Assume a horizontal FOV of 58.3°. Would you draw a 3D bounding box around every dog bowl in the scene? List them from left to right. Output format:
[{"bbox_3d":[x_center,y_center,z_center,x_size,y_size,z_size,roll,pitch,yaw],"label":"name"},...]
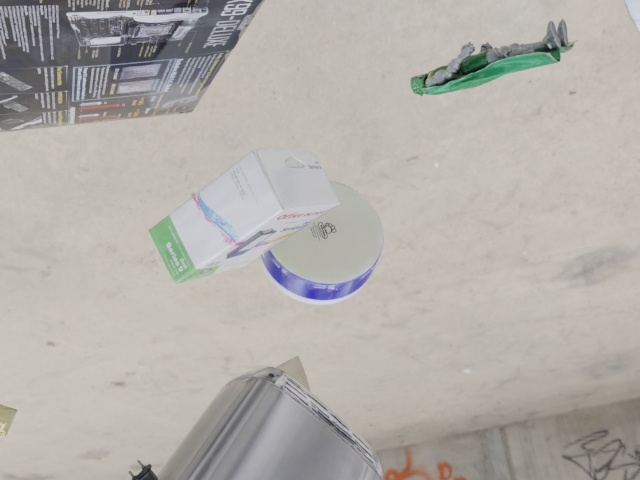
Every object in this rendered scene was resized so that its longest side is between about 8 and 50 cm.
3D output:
[{"bbox_3d":[0.000,0.000,1.247,0.264,0.265,0.104,2,150,-10],"label":"dog bowl"}]

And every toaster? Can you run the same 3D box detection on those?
[{"bbox_3d":[-0.049,0.220,0.524,0.227,0.146,0.129,44,141,-12],"label":"toaster"}]

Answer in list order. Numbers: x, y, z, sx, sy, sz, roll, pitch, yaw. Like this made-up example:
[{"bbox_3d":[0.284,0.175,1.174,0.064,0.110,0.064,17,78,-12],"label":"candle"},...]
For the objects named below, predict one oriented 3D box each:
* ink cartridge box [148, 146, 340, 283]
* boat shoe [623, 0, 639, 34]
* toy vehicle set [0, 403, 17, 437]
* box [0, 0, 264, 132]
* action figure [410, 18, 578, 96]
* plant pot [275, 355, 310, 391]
[{"bbox_3d":[-0.102,-0.034,0.792,0.212,0.093,0.154,-33,170,28],"label":"ink cartridge box"},{"bbox_3d":[0.460,-0.372,0.772,0.302,0.109,0.094,43,150,-28],"label":"boat shoe"},{"bbox_3d":[-0.523,0.183,0.693,0.266,0.035,0.166,29,154,-31],"label":"toy vehicle set"},{"bbox_3d":[-0.203,-0.179,0.496,0.242,0.077,0.307,-13,179,-24],"label":"box"},{"bbox_3d":[0.228,-0.251,0.820,0.232,0.064,0.137,-10,-169,41],"label":"action figure"},{"bbox_3d":[-0.073,0.345,1.307,0.109,0.096,0.109,-25,150,-13],"label":"plant pot"}]
